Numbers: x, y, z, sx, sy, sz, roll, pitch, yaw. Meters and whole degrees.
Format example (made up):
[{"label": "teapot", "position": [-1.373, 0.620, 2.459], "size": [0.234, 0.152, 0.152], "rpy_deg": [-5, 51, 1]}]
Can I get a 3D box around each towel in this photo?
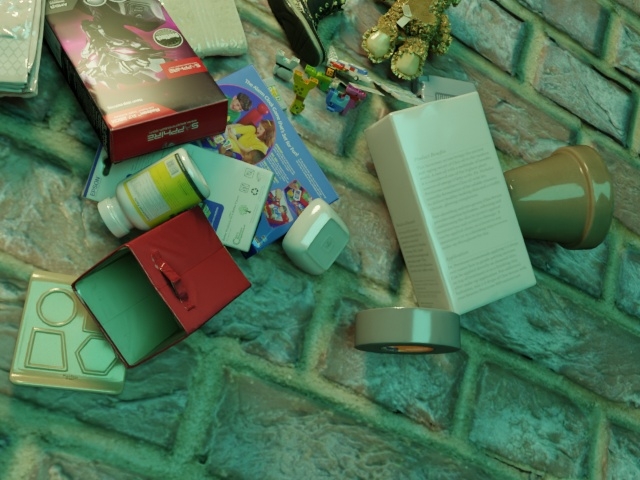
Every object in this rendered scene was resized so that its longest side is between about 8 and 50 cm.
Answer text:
[{"label": "towel", "position": [-0.670, -0.412, 1.158], "size": [0.331, 0.053, 0.317], "rpy_deg": [0, 78, -8]}, {"label": "towel", "position": [-0.285, -0.528, 1.422], "size": [0.187, 0.049, 0.282], "rpy_deg": [-15, 84, -26]}]

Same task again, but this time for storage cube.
[{"label": "storage cube", "position": [-0.279, 0.080, 1.152], "size": [0.184, 0.215, 0.193], "rpy_deg": [57, 37, -4]}]

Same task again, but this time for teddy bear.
[{"label": "teddy bear", "position": [0.230, -0.556, 1.641], "size": [0.245, 0.113, 0.338], "rpy_deg": [12, 73, -4]}]

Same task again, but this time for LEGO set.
[{"label": "LEGO set", "position": [-0.019, -0.331, 1.480], "size": [0.227, 0.093, 0.087], "rpy_deg": [24, 37, -12]}, {"label": "LEGO set", "position": [0.115, -0.380, 1.502], "size": [0.244, 0.182, 0.060], "rpy_deg": [10, 113, -21]}]

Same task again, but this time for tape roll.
[{"label": "tape roll", "position": [0.180, 0.192, 1.352], "size": [0.219, 0.219, 0.072], "rpy_deg": [9, 73, -22]}]

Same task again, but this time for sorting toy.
[{"label": "sorting toy", "position": [-0.442, 0.167, 1.178], "size": [0.193, 0.038, 0.208], "rpy_deg": [12, 67, -22]}]

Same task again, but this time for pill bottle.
[{"label": "pill bottle", "position": [-0.300, -0.081, 1.169], "size": [0.184, 0.103, 0.103], "rpy_deg": [-29, 90, -1]}]

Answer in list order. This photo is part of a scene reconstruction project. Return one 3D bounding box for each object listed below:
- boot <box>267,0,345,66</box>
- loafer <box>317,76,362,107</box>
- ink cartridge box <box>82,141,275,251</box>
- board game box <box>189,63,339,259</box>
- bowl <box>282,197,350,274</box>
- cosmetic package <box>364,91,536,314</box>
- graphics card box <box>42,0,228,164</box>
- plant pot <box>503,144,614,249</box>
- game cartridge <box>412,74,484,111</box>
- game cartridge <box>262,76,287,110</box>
[{"label": "boot", "position": [-0.003, -0.529, 1.522], "size": [0.178, 0.085, 0.236], "rpy_deg": [-24, 78, -28]}, {"label": "loafer", "position": [0.046, -0.361, 1.534], "size": [0.125, 0.039, 0.045], "rpy_deg": [31, 67, -15]}, {"label": "ink cartridge box", "position": [-0.269, -0.105, 1.252], "size": [0.332, 0.065, 0.165], "rpy_deg": [19, 91, -3]}, {"label": "board game box", "position": [-0.151, -0.169, 1.372], "size": [0.233, 0.078, 0.347], "rpy_deg": [-34, 92, -28]}, {"label": "bowl", "position": [0.000, 0.000, 1.363], "size": [0.142, 0.053, 0.142], "rpy_deg": [-52, 136, -10]}, {"label": "cosmetic package", "position": [0.288, -0.078, 1.464], "size": [0.230, 0.161, 0.453], "rpy_deg": [-17, 91, -19]}, {"label": "graphics card box", "position": [-0.362, -0.333, 1.240], "size": [0.232, 0.094, 0.371], "rpy_deg": [-22, 63, -27]}, {"label": "plant pot", "position": [0.550, -0.096, 1.606], "size": [0.229, 0.263, 0.263], "rpy_deg": [-6, 79, -7]}, {"label": "game cartridge", "position": [0.334, -0.265, 1.636], "size": [0.196, 0.060, 0.294], "rpy_deg": [3, 76, -21]}, {"label": "game cartridge", "position": [-0.116, -0.325, 1.464], "size": [0.056, 0.017, 0.083], "rpy_deg": [-26, 88, -24]}]
